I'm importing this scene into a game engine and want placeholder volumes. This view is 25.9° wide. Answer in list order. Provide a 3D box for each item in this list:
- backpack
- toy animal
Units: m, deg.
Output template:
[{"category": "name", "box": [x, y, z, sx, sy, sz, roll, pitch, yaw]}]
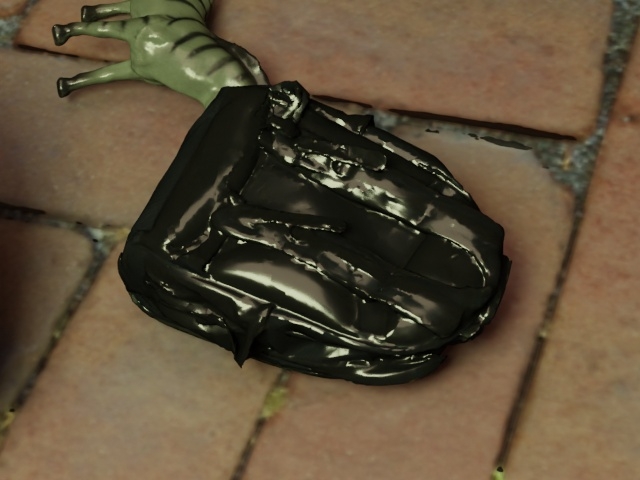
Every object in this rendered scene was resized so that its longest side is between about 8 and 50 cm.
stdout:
[{"category": "backpack", "box": [0.000, 0.000, 0.932, 0.258, 0.133, 0.206, 22, 62, 15]}, {"category": "toy animal", "box": [-0.118, -0.166, 1.104, 0.176, 0.073, 0.217, 1, 48, 2]}]
